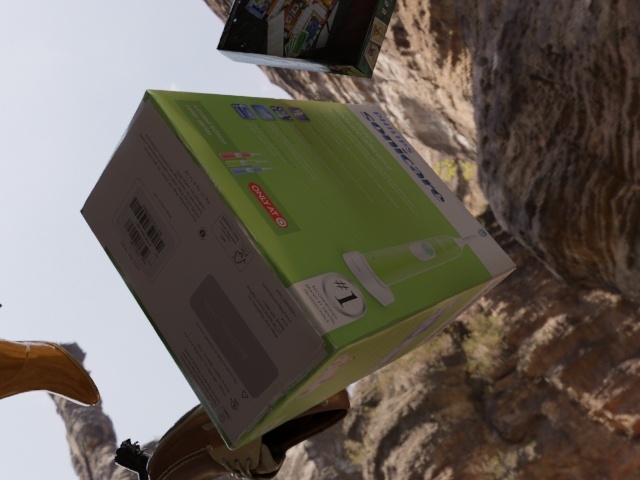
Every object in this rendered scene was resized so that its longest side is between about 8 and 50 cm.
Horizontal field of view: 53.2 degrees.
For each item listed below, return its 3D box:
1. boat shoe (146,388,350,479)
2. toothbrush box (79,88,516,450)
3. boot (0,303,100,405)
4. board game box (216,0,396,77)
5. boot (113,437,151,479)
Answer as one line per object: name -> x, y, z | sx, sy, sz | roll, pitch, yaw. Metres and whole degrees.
boat shoe -> -0.101, 0.281, 0.922 | 0.324, 0.120, 0.122 | -35, -41, 3
toothbrush box -> 0.000, 0.000, 0.503 | 0.283, 0.206, 0.122 | -14, -29, -52
boot -> -0.522, 0.234, 1.014 | 0.295, 0.211, 0.104 | 43, -48, -12
board game box -> 0.017, -0.258, 0.506 | 0.030, 0.136, 0.259 | 26, -99, -58
boot -> -0.404, 0.498, 1.397 | 0.045, 0.099, 0.121 | -49, -22, -68
